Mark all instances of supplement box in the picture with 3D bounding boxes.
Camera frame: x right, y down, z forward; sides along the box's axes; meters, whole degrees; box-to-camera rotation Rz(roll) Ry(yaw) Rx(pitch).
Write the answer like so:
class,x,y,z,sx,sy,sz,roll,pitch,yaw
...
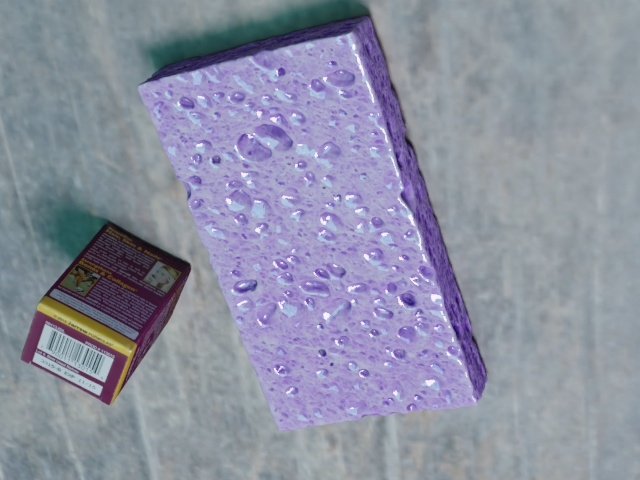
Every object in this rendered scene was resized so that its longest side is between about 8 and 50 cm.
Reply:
class,x,y,z,sx,sy,sz,roll,pitch,yaw
supplement box,-0.112,0.037,0.648,0.055,0.083,0.043,27,125,3

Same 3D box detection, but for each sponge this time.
class,x,y,z,sx,sy,sz,roll,pitch,yaw
sponge,0.000,0.000,0.619,0.117,0.031,0.210,-9,115,24
